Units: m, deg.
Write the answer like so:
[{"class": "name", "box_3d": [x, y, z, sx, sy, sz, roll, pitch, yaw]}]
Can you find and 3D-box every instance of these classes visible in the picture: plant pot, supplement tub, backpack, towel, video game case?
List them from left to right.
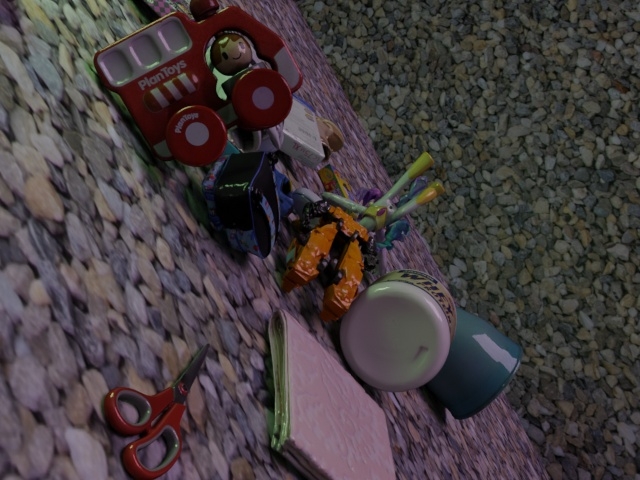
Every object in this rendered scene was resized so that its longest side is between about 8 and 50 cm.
[{"class": "video game case", "box_3d": [-0.368, -0.567, 1.659, 0.232, 0.042, 0.210, 43, 17, -13]}, {"class": "backpack", "box_3d": [-0.135, -0.057, 1.341, 0.158, 0.117, 0.173, -76, 162, -51]}, {"class": "towel", "box_3d": [0.023, 0.315, 1.257, 0.332, 0.053, 0.317, 50, 18, -28]}, {"class": "supplement tub", "box_3d": [0.187, 0.191, 1.672, 0.235, 0.235, 0.325, 60, 15, 3]}, {"class": "plant pot", "box_3d": [0.368, 0.307, 2.036, 0.255, 0.272, 0.271, 42, 16, -3]}]

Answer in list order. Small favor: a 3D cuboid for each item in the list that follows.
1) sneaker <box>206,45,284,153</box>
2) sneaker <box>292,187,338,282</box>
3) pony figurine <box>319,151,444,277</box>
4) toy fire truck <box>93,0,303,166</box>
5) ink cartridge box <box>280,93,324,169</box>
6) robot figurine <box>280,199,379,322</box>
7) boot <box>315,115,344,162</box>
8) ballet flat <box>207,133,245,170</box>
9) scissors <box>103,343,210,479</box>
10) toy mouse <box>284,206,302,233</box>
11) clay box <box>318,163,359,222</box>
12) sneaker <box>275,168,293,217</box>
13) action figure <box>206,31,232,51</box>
[{"class": "sneaker", "box_3d": [-0.153, -0.244, 1.598, 0.366, 0.137, 0.210, 68, 10, -62]}, {"class": "sneaker", "box_3d": [0.000, 0.000, 1.705, 0.091, 0.094, 0.258, -36, 95, -34]}, {"class": "pony figurine", "box_3d": [0.155, -0.070, 2.002, 0.303, 0.363, 0.351, 52, -1, 2]}, {"class": "toy fire truck", "box_3d": [-0.196, -0.276, 1.254, 0.254, 0.302, 0.169, 60, -6, -12]}, {"class": "ink cartridge box", "box_3d": [-0.091, -0.337, 2.064, 0.186, 0.065, 0.311, 30, 29, -26]}, {"class": "robot figurine", "box_3d": [0.020, 0.033, 1.566, 0.211, 0.085, 0.291, 39, 33, -9]}, {"class": "boot", "box_3d": [0.000, -0.308, 2.306, 0.262, 0.095, 0.203, 34, 26, -44]}, {"class": "ballet flat", "box_3d": [-0.173, -0.141, 1.479, 0.077, 0.091, 0.241, 25, -23, 51]}, {"class": "scissors", "box_3d": [-0.175, 0.202, 0.910, 0.109, 0.021, 0.297, 57, 14, 4]}, {"class": "toy mouse", "box_3d": [-0.071, -0.085, 1.777, 0.143, 0.031, 0.161, 62, 15, 12]}, {"class": "clay box", "box_3d": [0.076, -0.120, 2.281, 0.127, 0.053, 0.222, 32, 30, -59]}, {"class": "sneaker", "box_3d": [-0.097, -0.125, 1.681, 0.069, 0.082, 0.209, 46, 18, -33]}, {"class": "action figure", "box_3d": [-0.240, -0.413, 1.722, 0.285, 0.099, 0.185, -28, 104, -68]}]
